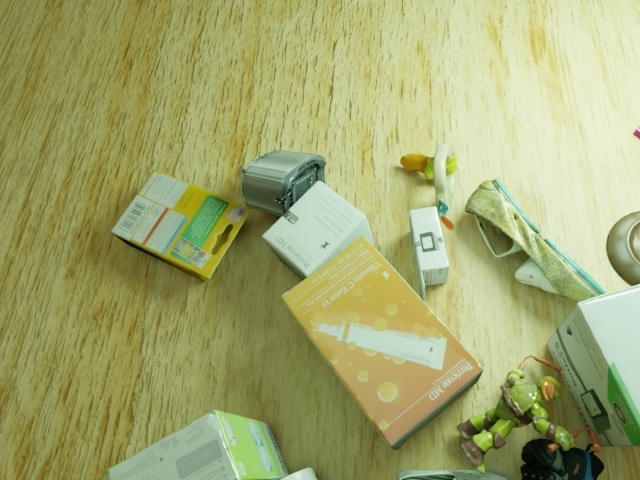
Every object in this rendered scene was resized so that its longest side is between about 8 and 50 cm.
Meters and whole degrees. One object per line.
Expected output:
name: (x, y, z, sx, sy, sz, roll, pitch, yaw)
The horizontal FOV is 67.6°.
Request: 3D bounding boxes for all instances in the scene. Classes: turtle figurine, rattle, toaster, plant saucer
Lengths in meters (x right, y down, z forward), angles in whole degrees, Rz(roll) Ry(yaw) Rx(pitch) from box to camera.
turtle figurine: (0.343, 0.306, 0.832, 0.087, 0.269, 0.217, 43, 103, -12)
rattle: (0.243, -0.120, 1.104, 0.143, 0.130, 0.199, 6, 73, 13)
toaster: (-0.093, -0.136, 1.149, 0.147, 0.129, 0.227, 15, 34, 25)
plant saucer: (0.700, 0.016, 0.978, 0.199, 0.036, 0.198, -5, 65, 11)

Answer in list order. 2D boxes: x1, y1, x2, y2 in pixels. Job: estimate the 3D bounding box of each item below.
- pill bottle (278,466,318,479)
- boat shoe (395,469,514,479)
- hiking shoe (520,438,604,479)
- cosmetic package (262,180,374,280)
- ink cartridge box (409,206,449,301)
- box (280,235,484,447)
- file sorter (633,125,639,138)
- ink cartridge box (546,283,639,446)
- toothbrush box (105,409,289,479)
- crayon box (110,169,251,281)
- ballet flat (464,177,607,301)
pill bottle: (-0.013, 0.543, 0.839, 0.136, 0.136, 0.245, -26, 62, 0)
boat shoe: (0.247, 0.455, 0.854, 0.227, 0.075, 0.083, -5, 65, 11)
hiking shoe: (0.409, 0.491, 0.782, 0.132, 0.113, 0.303, 10, 78, -7)
cosmetic package: (0.000, 0.000, 1.081, 0.151, 0.151, 0.183, 39, 79, 27)
ink cartridge box: (0.238, 0.031, 1.039, 0.060, 0.104, 0.180, -9, 64, 8)
box: (0.116, 0.199, 0.952, 0.215, 0.168, 0.345, -38, 63, -6)
file sorter: (0.880, -0.298, 1.000, 0.291, 0.182, 0.202, -35, 62, -4)
ink cartridge box: (0.496, 0.221, 0.788, 0.122, 0.289, 0.211, -18, 63, 7)
toothbrush box: (-0.202, 0.419, 0.858, 0.206, 0.283, 0.122, -28, 64, -1)
crayon box: (-0.341, -0.033, 1.215, 0.323, 0.083, 0.203, 22, 72, 22)
ballet flat: (0.433, 0.020, 1.005, 0.123, 0.123, 0.348, -32, 63, -3)
